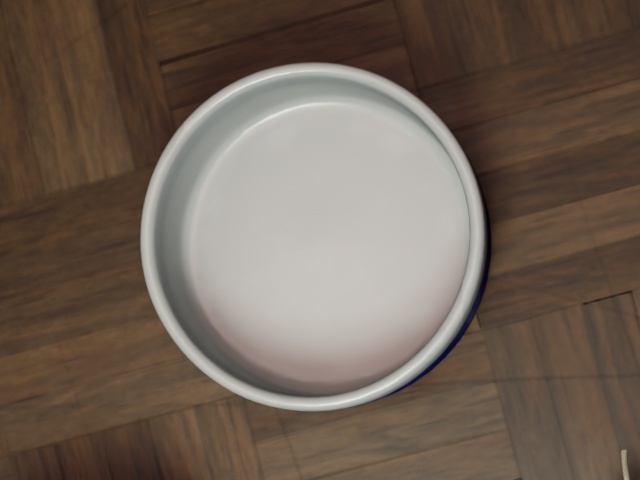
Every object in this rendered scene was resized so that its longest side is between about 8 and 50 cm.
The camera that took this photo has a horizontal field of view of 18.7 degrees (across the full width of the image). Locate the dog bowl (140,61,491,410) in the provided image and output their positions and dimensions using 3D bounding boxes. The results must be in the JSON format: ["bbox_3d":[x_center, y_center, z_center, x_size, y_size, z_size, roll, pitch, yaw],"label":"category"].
[{"bbox_3d":[0.000,0.000,1.511,0.265,0.104,0.265,-1,85,10],"label":"dog bowl"}]

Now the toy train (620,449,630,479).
[{"bbox_3d":[0.193,0.293,1.463,0.143,0.105,0.248,-15,82,21],"label":"toy train"}]
